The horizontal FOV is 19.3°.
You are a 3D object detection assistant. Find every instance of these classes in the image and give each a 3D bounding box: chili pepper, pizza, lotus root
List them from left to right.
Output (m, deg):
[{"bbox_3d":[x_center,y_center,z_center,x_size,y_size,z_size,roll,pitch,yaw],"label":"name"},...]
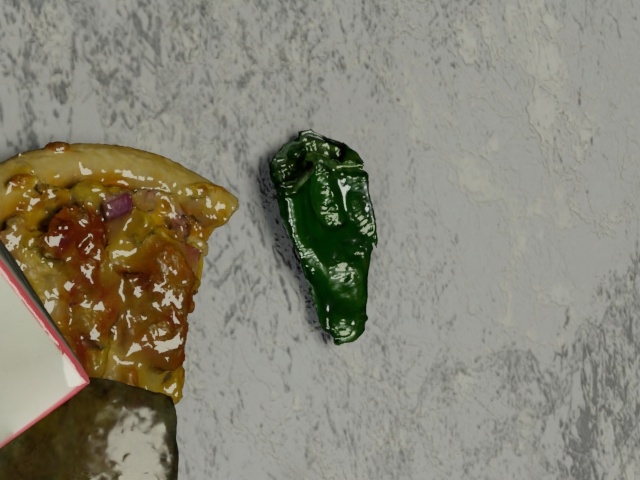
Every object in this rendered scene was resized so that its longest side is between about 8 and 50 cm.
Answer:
[{"bbox_3d":[-0.232,0.252,1.481,0.142,0.210,0.314,7,93,-42],"label":"lotus root"},{"bbox_3d":[-0.222,0.057,1.605,0.409,0.114,0.277,-17,94,-37],"label":"pizza"},{"bbox_3d":[0.002,-0.001,1.844,0.108,0.062,0.216,-18,100,-35],"label":"chili pepper"}]

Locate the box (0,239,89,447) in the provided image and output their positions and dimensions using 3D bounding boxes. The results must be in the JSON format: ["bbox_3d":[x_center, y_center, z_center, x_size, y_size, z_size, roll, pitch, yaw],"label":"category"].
[{"bbox_3d":[-0.379,0.029,1.255,0.300,0.314,0.312,-36,115,-7],"label":"box"}]
